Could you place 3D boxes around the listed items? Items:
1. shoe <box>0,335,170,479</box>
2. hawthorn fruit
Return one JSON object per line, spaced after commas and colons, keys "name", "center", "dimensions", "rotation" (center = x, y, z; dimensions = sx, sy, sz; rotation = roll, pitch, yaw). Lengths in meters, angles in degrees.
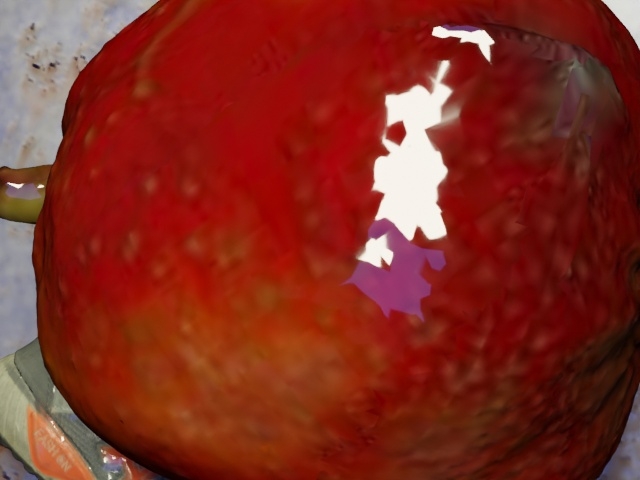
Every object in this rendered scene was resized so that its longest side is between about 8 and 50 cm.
{"name": "shoe", "center": [-0.077, 0.110, 0.862], "dimensions": [0.194, 0.074, 0.077], "rotation": [44, 96, 14]}
{"name": "hawthorn fruit", "center": [0.000, 0.000, 0.793], "dimensions": [0.307, 0.265, 0.265], "rotation": [1, 98, 12]}
